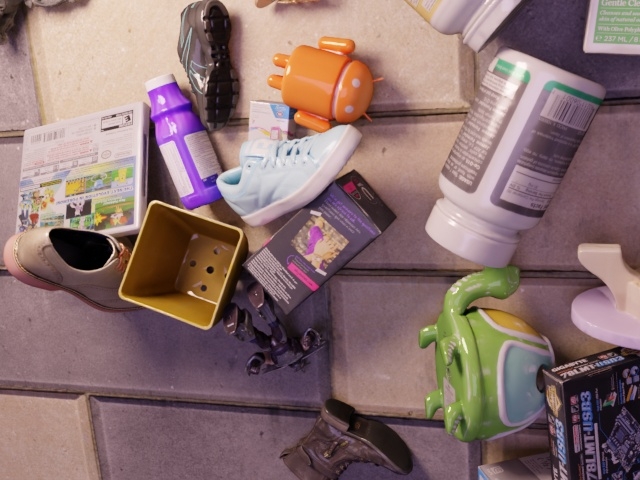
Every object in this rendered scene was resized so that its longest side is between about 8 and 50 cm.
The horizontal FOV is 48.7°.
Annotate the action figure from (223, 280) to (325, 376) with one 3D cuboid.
[{"bbox_3d":[-0.100,0.217,1.518,0.185,0.099,0.285,-34,133,3],"label":"action figure"}]

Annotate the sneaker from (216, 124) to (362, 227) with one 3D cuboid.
[{"bbox_3d":[-0.082,-0.143,1.376,0.150,0.135,0.366,41,135,-21],"label":"sneaker"}]

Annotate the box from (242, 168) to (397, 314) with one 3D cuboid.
[{"bbox_3d":[0.000,0.000,1.442,0.270,0.165,0.143,-41,89,21],"label":"box"}]

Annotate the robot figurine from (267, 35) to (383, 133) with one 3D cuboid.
[{"bbox_3d":[0.010,-0.307,1.380,0.219,0.128,0.158,20,65,11],"label":"robot figurine"}]

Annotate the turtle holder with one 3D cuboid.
[{"bbox_3d":[0.325,0.226,1.389,0.227,0.243,0.320,-4,67,-5],"label":"turtle holder"}]

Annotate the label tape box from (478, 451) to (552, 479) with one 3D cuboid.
[{"bbox_3d":[0.497,0.566,1.447,0.348,0.115,0.249,-7,104,-16],"label":"label tape box"}]

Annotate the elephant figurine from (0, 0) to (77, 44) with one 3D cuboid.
[{"bbox_3d":[-0.665,-0.552,1.529,0.239,0.186,0.169,-37,48,12],"label":"elephant figurine"}]

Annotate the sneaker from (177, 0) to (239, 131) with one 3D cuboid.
[{"bbox_3d":[-0.237,-0.364,1.474,0.106,0.101,0.267,12,109,37],"label":"sneaker"}]

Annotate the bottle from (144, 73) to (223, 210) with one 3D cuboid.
[{"bbox_3d":[-0.290,-0.209,1.502,0.092,0.118,0.283,-18,99,21],"label":"bottle"}]

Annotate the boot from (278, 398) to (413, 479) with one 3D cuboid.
[{"bbox_3d":[0.056,0.500,1.609,0.263,0.091,0.229,34,117,11],"label":"boot"}]

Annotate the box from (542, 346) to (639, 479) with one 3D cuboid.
[{"bbox_3d":[0.571,0.350,1.332,0.293,0.073,0.295,-13,103,-13],"label":"box"}]

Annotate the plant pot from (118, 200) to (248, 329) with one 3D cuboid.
[{"bbox_3d":[-0.264,0.057,1.509,0.212,0.187,0.212,18,88,13],"label":"plant pot"}]

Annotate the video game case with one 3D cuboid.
[{"bbox_3d":[-0.528,-0.137,1.566,0.329,0.036,0.300,-9,71,19],"label":"video game case"}]

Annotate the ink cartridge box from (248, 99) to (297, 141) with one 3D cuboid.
[{"bbox_3d":[-0.101,-0.227,1.475,0.088,0.052,0.122,9,108,15],"label":"ink cartridge box"}]

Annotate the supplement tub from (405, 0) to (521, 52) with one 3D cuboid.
[{"bbox_3d":[0.219,-0.508,1.203,0.331,0.241,0.241,44,112,2],"label":"supplement tub"}]

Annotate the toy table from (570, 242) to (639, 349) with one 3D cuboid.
[{"bbox_3d":[0.595,0.081,1.258,0.274,0.252,0.161,-4,120,8],"label":"toy table"}]

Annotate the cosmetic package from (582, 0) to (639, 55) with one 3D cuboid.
[{"bbox_3d":[0.550,-0.489,1.152,0.197,0.155,0.365,6,107,18],"label":"cosmetic package"}]

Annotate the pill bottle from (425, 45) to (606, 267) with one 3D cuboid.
[{"bbox_3d":[0.339,-0.146,1.279,0.204,0.204,0.361,26,110,9],"label":"pill bottle"}]

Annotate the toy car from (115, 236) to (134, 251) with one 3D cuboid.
[{"bbox_3d":[-0.538,0.050,1.664,0.188,0.149,0.155,-19,94,49],"label":"toy car"}]

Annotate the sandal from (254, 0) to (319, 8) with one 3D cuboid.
[{"bbox_3d":[-0.017,-0.500,1.359,0.240,0.088,0.079,-35,86,17],"label":"sandal"}]

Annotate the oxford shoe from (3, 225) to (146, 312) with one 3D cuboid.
[{"bbox_3d":[-0.446,0.063,1.488,0.146,0.397,0.140,-19,67,34],"label":"oxford shoe"}]
